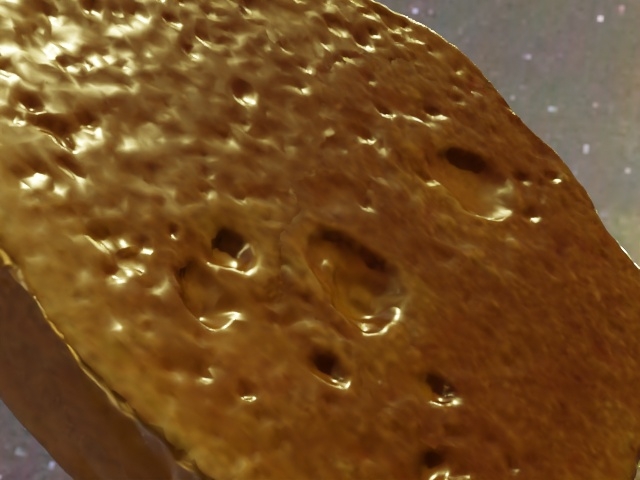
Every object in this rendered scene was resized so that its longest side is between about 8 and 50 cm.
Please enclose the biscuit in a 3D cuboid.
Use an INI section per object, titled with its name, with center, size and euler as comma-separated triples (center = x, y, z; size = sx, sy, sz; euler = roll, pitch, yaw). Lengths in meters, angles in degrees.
[biscuit]
center = -0.001, 0.001, 0.413
size = 0.257, 0.273, 0.049
euler = -33, -11, -49
